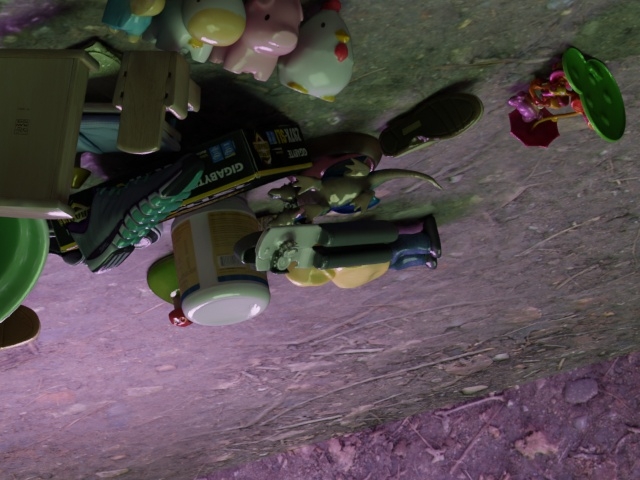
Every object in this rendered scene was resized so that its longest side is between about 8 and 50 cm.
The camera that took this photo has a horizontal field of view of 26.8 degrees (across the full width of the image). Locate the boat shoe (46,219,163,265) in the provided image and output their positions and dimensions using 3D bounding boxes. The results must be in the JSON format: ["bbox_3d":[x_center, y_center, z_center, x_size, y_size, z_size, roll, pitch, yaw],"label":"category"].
[{"bbox_3d":[-0.377,-0.008,2.125,0.301,0.102,0.108,11,148,-42],"label":"boat shoe"}]

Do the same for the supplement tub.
[{"bbox_3d":[-0.165,0.023,2.175,0.144,0.200,0.144,-9,157,-4],"label":"supplement tub"}]

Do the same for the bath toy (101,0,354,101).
[{"bbox_3d":[-0.089,-0.267,1.652,0.348,0.129,0.151,12,-169,-41],"label":"bath toy"}]

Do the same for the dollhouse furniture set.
[{"bbox_3d":[-0.272,-0.097,1.718,0.286,0.198,0.303,3,167,16],"label":"dollhouse furniture set"}]

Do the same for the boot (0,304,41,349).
[{"bbox_3d":[-0.620,0.195,2.487,0.261,0.095,0.203,-12,157,4],"label":"boot"}]

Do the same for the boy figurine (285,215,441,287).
[{"bbox_3d":[0.073,0.031,2.452,0.285,0.092,0.177,-9,157,-6],"label":"boy figurine"}]

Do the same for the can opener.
[{"bbox_3d":[0.000,0.000,2.060,0.280,0.093,0.074,-2,118,-39],"label":"can opener"}]

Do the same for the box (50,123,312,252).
[{"bbox_3d":[-0.200,-0.080,1.958,0.322,0.079,0.257,-19,179,17],"label":"box"}]

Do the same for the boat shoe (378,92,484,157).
[{"bbox_3d":[0.179,-0.179,2.063,0.190,0.068,0.072,-18,171,39],"label":"boat shoe"}]

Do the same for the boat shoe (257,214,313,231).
[{"bbox_3d":[-0.090,-0.018,2.303,0.170,0.063,0.059,-11,157,-26],"label":"boat shoe"}]

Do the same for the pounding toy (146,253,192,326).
[{"bbox_3d":[-0.210,0.108,2.467,0.182,0.110,0.237,-18,156,14],"label":"pounding toy"}]

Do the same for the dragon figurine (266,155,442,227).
[{"bbox_3d":[0.040,-0.081,2.076,0.289,0.085,0.144,-16,-177,9],"label":"dragon figurine"}]

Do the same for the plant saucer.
[{"bbox_3d":[0.021,-0.120,2.155,0.168,0.029,0.168,-10,156,-4],"label":"plant saucer"}]

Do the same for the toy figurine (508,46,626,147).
[{"bbox_3d":[0.351,-0.202,2.043,0.159,0.130,0.173,-18,136,38],"label":"toy figurine"}]

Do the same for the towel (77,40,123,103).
[{"bbox_3d":[-0.293,-0.214,1.785,0.110,0.027,0.148,-22,155,24],"label":"towel"}]

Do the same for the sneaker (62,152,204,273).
[{"bbox_3d":[-0.257,-0.057,1.802,0.223,0.098,0.083,-43,170,18],"label":"sneaker"}]

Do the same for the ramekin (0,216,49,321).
[{"bbox_3d":[-0.546,0.000,1.871,0.303,0.148,0.303,-26,142,-22],"label":"ramekin"}]
